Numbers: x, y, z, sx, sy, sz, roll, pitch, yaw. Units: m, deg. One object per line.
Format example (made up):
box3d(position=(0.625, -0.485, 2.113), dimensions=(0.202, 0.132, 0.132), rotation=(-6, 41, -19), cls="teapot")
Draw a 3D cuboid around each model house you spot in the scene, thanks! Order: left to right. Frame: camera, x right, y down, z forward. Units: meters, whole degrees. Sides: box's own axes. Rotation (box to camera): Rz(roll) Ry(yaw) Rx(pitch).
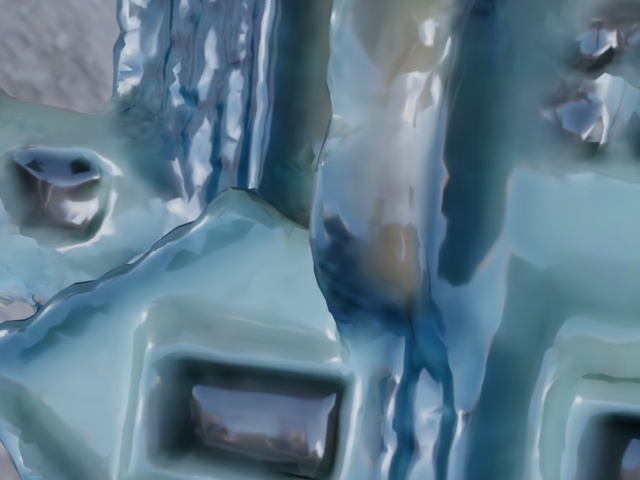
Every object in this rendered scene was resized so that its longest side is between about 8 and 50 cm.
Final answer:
box3d(position=(0.000, 0.000, 0.464), dimensions=(0.325, 0.267, 0.194), rotation=(7, 179, 14), cls="model house")
